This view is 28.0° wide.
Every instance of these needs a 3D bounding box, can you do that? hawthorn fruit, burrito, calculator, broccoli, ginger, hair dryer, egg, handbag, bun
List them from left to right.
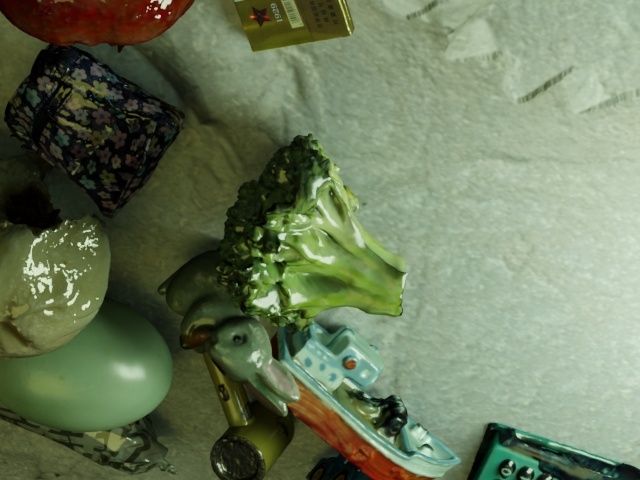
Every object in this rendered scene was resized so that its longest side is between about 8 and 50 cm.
[{"bbox_3d":[-0.434,0.031,1.688,0.282,0.205,0.281,-2,88,39],"label":"bun"},{"bbox_3d":[-0.393,-0.108,1.777,0.048,0.030,0.097,17,141,-34],"label":"ginger"},{"bbox_3d":[-0.420,0.262,2.046,0.446,0.101,0.139,24,127,1],"label":"burrito"},{"bbox_3d":[-0.355,0.177,1.877,0.283,0.203,0.203,12,133,-11],"label":"egg"},{"bbox_3d":[-0.298,-0.149,1.644,0.208,0.127,0.228,41,145,-2],"label":"handbag"},{"bbox_3d":[-0.239,-0.359,1.382,0.265,0.265,0.307,13,109,8],"label":"hawthorn fruit"},{"bbox_3d":[-0.128,0.217,1.912,0.090,0.135,0.278,-11,107,27],"label":"hair dryer"},{"bbox_3d":[0.000,0.000,1.609,0.246,0.247,0.288,18,176,-5],"label":"broccoli"},{"bbox_3d":[0.347,0.399,1.924,0.274,0.058,0.248,20,131,3],"label":"calculator"}]

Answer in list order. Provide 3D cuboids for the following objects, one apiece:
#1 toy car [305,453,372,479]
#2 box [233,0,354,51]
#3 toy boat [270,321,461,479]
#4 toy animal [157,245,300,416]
[{"bbox_3d":[0.062,0.368,1.961,0.097,0.100,0.191,41,163,-15],"label":"toy car"},{"bbox_3d":[-0.033,-0.275,1.520,0.133,0.023,0.090,-6,124,23],"label":"box"},{"bbox_3d":[0.071,0.236,1.840,0.332,0.145,0.133,42,102,-17],"label":"toy boat"},{"bbox_3d":[-0.117,0.127,1.739,0.251,0.125,0.127,52,139,33],"label":"toy animal"}]
